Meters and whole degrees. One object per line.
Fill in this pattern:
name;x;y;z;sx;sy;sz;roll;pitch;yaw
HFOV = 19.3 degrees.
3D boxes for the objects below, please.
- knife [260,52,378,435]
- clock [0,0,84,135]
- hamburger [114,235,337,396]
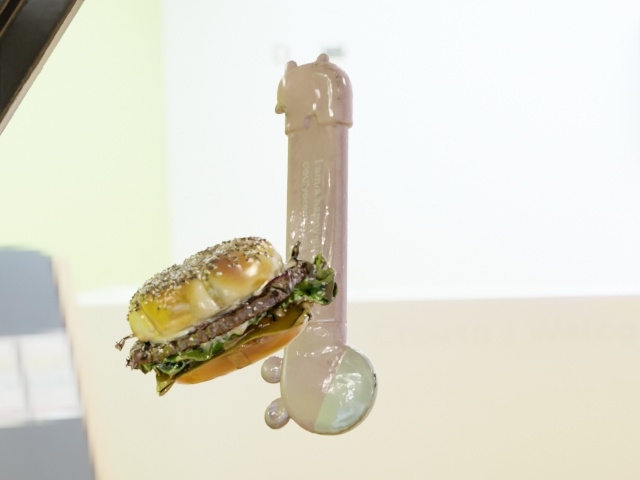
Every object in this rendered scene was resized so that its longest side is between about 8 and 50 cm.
knife;0.000;0.000;1.875;0.132;0.398;0.038;-9;-18;27
clock;-0.346;-0.216;1.560;0.273;0.279;0.049;33;5;6
hamburger;-0.080;0.052;1.549;0.189;0.093;0.164;-25;10;-7
